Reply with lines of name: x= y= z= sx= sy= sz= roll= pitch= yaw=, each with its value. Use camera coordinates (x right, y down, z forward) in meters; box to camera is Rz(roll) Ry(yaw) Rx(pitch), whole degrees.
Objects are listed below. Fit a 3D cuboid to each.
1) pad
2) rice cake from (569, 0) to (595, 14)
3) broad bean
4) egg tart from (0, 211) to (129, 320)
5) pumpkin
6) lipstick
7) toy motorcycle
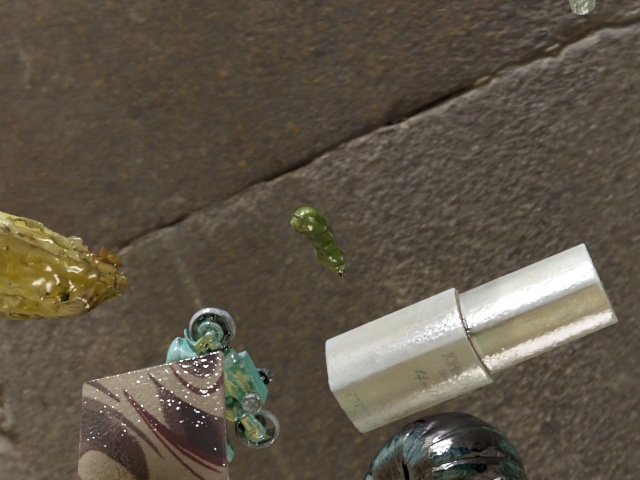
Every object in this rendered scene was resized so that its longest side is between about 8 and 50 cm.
pad: x=-0.225 y=0.305 z=1.524 sx=0.220 sy=0.330 sz=0.004 roll=-15 pitch=141 yaw=10
rice cake: x=0.344 y=-0.442 z=1.593 sx=0.043 sy=0.127 sz=0.237 roll=-11 pitch=130 yaw=20
broad bean: x=0.000 y=-0.001 z=1.815 sx=0.052 sy=0.256 sz=0.053 roll=-19 pitch=66 yaw=6
egg tart: x=-0.378 y=0.042 z=1.420 sx=0.279 sy=0.279 sz=0.095 roll=-1 pitch=68 yaw=31
pumpkin: x=0.125 y=0.272 z=1.157 sx=0.202 sy=0.140 sz=0.202 roll=-38 pitch=40 yaw=41
lipstick: x=0.132 y=0.086 z=1.022 sx=0.253 sy=0.077 sz=0.079 roll=-24 pitch=125 yaw=14
toy motorcycle: x=-0.197 y=0.274 z=2.099 sx=0.198 sy=0.109 sz=0.296 roll=-24 pitch=107 yaw=14
